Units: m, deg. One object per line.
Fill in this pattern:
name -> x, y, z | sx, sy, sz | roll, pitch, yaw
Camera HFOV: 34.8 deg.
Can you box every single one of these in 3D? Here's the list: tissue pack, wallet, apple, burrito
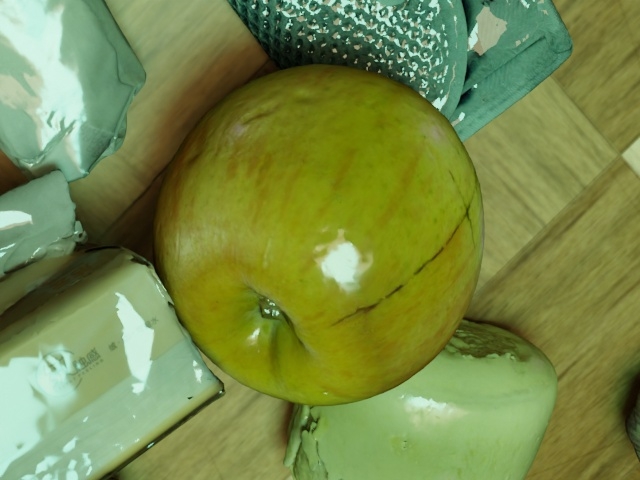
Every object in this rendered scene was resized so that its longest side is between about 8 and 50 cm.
tissue pack -> -0.275, 0.105, 0.789 | 0.305, 0.238, 0.239 | -35, 119, -21
wallet -> 0.054, -0.222, 0.875 | 0.237, 0.075, 0.342 | -35, 117, 6
apple -> 0.000, 0.000, 0.838 | 0.286, 0.233, 0.286 | 19, 142, 16
burrito -> -0.272, -0.238, 0.766 | 0.139, 0.101, 0.446 | -28, 116, -2

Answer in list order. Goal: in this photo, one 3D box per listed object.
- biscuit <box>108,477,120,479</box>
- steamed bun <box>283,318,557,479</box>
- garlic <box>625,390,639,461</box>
biscuit -> -0.341, 0.365, 0.961 | 0.394, 0.070, 0.350 | -28, 150, -21
steamed bun -> 0.109, 0.194, 1.015 | 0.272, 0.166, 0.232 | 12, 108, -19
garlic -> 0.402, 0.196, 1.129 | 0.159, 0.102, 0.147 | 37, 86, -37
